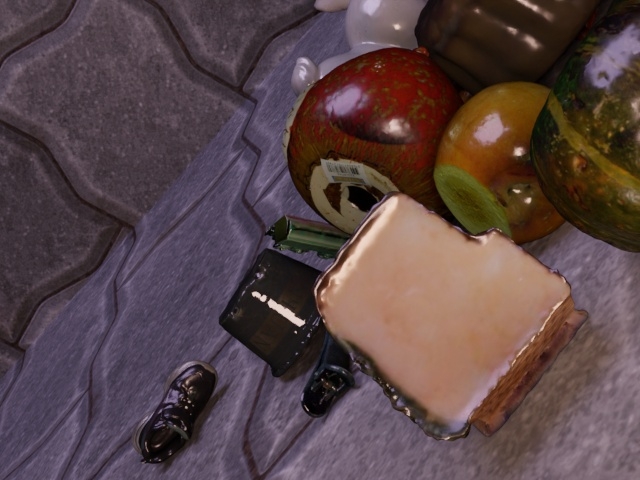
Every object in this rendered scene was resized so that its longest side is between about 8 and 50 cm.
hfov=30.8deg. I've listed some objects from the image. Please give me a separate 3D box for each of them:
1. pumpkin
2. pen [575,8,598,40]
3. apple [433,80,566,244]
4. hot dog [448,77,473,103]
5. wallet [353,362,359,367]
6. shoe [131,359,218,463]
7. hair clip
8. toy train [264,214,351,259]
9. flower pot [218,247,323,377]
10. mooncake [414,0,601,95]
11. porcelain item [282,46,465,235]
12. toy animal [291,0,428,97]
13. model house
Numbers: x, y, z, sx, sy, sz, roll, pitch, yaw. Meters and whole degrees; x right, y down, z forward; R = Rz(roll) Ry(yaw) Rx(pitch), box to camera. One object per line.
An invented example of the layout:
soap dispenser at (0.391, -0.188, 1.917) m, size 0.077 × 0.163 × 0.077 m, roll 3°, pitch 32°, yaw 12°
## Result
pumpkin at (0.281, -0.098, 0.894) m, size 0.260 × 0.189 × 0.260 m, roll -52°, pitch -14°, yaw -18°
pen at (0.351, -0.330, 1.488) m, size 0.028 × 0.028 × 0.239 m, roll -35°, pitch 21°, yaw 44°
apple at (0.189, -0.076, 1.149) m, size 0.163 × 0.146 × 0.147 m, roll -45°, pitch 21°, yaw 11°
hot dog at (0.186, -0.222, 1.598) m, size 0.242 × 0.084 × 0.073 m, roll -53°, pitch 15°, yaw -15°
wallet at (0.067, 0.106, 1.312) m, size 0.083 × 0.011 × 0.044 m, roll -46°, pitch 17°, yaw 15°
shoe at (-0.200, 0.250, 1.624) m, size 0.169 × 0.071 × 0.099 m, roll -53°, pitch 18°, yaw 6°
hair clip at (0.015, 0.127, 1.378) m, size 0.070 × 0.039 × 0.229 m, roll -49°, pitch 11°, yaw 18°
toy train at (0.000, 0.000, 1.504) m, size 0.071 × 0.148 × 0.038 m, roll -27°, pitch 56°, yaw 57°
flower pot at (-0.059, 0.084, 1.487) m, size 0.157 × 0.107 × 0.157 m, roll -58°, pitch 8°, yaw 13°
mooncake at (0.240, -0.318, 1.434) m, size 0.290 × 0.161 × 0.290 m, roll -59°, pitch 6°, yaw 10°
porcelain item at (0.086, -0.129, 1.373) m, size 0.253 × 0.253 × 0.253 m, roll -45°, pitch 17°, yaw 18°
toy animal at (0.078, -0.297, 1.800) m, size 0.183 × 0.247 × 0.310 m, roll 74°, pitch -151°, yaw -76°
model house at (0.113, 0.066, 1.004) m, size 0.166 × 0.183 × 0.172 m, roll -52°, pitch -23°, yaw 3°
